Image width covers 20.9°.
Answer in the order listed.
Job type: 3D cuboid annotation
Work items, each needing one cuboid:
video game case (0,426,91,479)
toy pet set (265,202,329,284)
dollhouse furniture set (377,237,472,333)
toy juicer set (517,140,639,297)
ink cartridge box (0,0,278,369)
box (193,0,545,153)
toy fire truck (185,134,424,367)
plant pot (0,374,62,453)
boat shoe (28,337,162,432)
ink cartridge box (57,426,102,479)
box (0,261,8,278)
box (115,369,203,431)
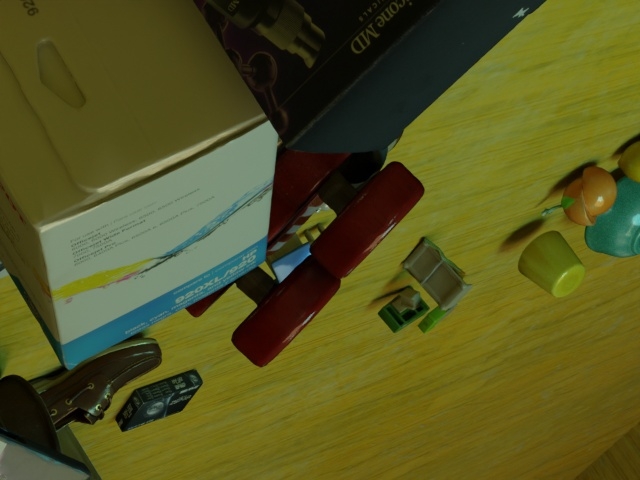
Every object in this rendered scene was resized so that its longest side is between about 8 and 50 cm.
[{"bbox_3d":[-0.351,0.220,1.437,0.274,0.026,0.196,31,99,-38],"label":"video game case"},{"bbox_3d":[0.000,0.000,1.670,0.114,0.065,0.122,-29,161,-11],"label":"toy pet set"},{"bbox_3d":[0.129,0.052,2.007,0.058,0.076,0.151,-34,168,-40],"label":"dollhouse furniture set"},{"bbox_3d":[0.396,-0.062,2.149,0.329,0.089,0.209,-17,138,-31],"label":"toy juicer set"},{"bbox_3d":[-0.141,-0.060,1.131,0.168,0.171,0.232,-28,161,-15],"label":"ink cartridge box"},{"bbox_3d":[0.008,-0.177,1.021,0.153,0.207,0.108,-44,159,29],"label":"box"},{"bbox_3d":[-0.008,-0.062,1.407,0.302,0.169,0.254,-48,180,39],"label":"toy fire truck"},{"bbox_3d":[-0.335,0.216,1.551,0.165,0.167,0.167,-9,151,-33],"label":"plant pot"},{"bbox_3d":[-0.230,0.152,1.690,0.178,0.060,0.064,-25,160,-21],"label":"boat shoe"},{"bbox_3d":[-0.316,0.430,1.847,0.285,0.166,0.395,-28,134,-15],"label":"ink cartridge box"},{"bbox_3d":[-0.280,0.015,1.321,0.136,0.028,0.081,-25,160,-26],"label":"box"},{"bbox_3d":[-0.176,0.175,1.898,0.083,0.018,0.067,-16,156,-39],"label":"box"}]
